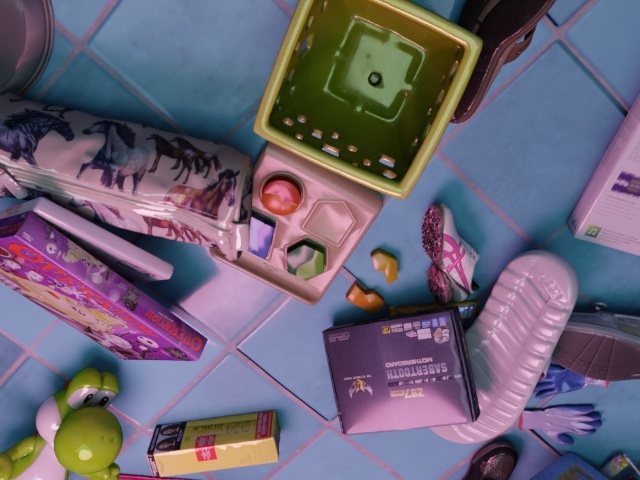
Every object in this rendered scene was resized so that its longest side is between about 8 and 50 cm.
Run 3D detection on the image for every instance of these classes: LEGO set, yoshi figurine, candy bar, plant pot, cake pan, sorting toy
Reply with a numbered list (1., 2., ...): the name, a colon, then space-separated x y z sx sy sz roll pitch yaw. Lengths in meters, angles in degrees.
1. LEGO set: 0.632 0.440 1.335 0.287 0.107 0.132 -42 142 12
2. yoshi figurine: -0.458 0.393 1.211 0.203 0.203 0.362 37 101 11
3. candy bar: 0.199 0.125 1.219 0.162 0.018 0.040 -4 114 3
4. plant pot: 0.066 -0.219 0.952 0.227 0.207 0.228 25 111 -1
5. cake pan: -0.535 -0.321 1.002 0.293 0.054 0.293 0 113 0
6. sorting toy: 0.000 0.000 1.150 0.307 0.041 0.229 28 111 -12

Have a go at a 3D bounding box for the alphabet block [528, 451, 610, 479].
1. alphabet block: 0.451 0.539 1.273 0.192 0.193 0.197 -7 124 -45

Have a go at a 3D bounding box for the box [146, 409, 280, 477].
1. box: -0.192 0.372 1.290 0.232 0.087 0.058 -7 113 4

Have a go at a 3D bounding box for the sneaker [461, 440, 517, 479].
1. sneaker: 0.304 0.488 1.319 0.087 0.130 0.227 29 108 -14

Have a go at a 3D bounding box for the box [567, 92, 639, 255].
1. box: 0.556 -0.115 1.068 0.232 0.058 0.322 15 123 -7

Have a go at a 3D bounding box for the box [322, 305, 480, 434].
1. box: 0.132 0.218 1.170 0.233 0.059 0.183 -11 89 23

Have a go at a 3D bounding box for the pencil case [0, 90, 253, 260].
1. pencil case: -0.286 -0.089 1.018 0.410 0.183 0.160 14 129 -2

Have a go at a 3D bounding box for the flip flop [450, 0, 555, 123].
1. flip flop: 0.251 -0.288 1.002 0.112 0.080 0.277 48 128 27

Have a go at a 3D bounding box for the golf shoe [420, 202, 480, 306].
1. golf shoe: 0.215 0.017 1.151 0.086 0.067 0.186 -18 121 -9

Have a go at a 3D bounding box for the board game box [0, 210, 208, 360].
1. board game box: -0.360 0.085 1.074 0.208 0.056 0.347 -12 137 38

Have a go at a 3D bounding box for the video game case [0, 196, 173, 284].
1. video game case: -0.369 0.012 1.060 0.206 0.026 0.227 -10 147 43

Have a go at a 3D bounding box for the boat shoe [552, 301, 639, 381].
1. boat shoe: 0.530 0.171 1.206 0.320 0.103 0.118 6 133 3

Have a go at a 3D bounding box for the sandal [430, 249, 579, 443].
1. sandal: 0.314 0.193 1.195 0.169 0.102 0.416 43 125 23

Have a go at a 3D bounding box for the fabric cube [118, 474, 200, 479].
1. fabric cube: -0.312 0.628 1.310 0.259 0.254 0.258 5 113 -3

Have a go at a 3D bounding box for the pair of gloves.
1. pair of gloves: 0.447 0.295 1.292 0.159 0.023 0.198 1 113 0
